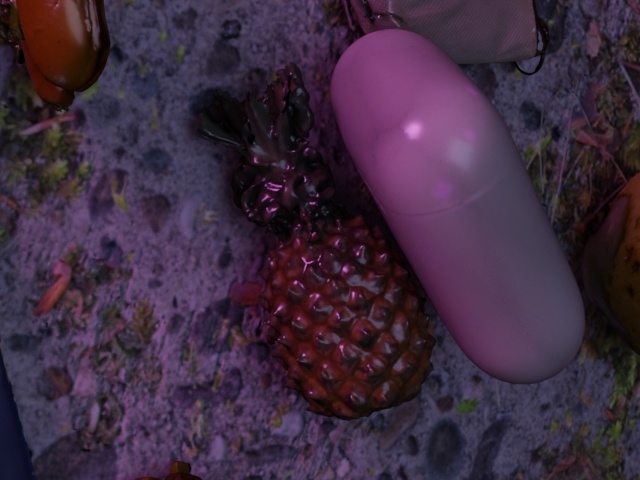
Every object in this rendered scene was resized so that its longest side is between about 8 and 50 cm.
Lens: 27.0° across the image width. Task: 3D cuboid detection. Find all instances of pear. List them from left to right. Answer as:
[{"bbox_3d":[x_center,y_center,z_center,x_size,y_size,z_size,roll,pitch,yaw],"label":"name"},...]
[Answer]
[{"bbox_3d":[0.455,0.025,1.582,0.271,0.271,0.271,-3,95,-33],"label":"pear"}]

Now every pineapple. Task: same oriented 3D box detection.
[{"bbox_3d":[0.000,0.000,1.341,0.175,0.175,0.361,-22,102,-30],"label":"pineapple"}]

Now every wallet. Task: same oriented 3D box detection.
[{"bbox_3d":[0.130,-0.338,1.460,0.275,0.068,0.335,-12,93,-35],"label":"wallet"}]

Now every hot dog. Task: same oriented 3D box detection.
[{"bbox_3d":[-0.250,-0.281,1.179,0.100,0.135,0.337,-7,97,-11],"label":"hot dog"}]

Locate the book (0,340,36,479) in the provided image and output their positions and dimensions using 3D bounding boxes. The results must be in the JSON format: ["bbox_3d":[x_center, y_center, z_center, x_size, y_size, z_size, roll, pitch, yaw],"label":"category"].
[{"bbox_3d":[-0.427,0.088,1.140,0.300,0.039,0.427,-19,103,-31],"label":"book"}]

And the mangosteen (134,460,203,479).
[{"bbox_3d":[-0.139,0.284,1.301,0.137,0.137,0.151,31,43,-31],"label":"mangosteen"}]

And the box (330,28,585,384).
[{"bbox_3d":[0.136,-0.035,1.345,0.141,0.288,0.349,-28,120,2],"label":"box"}]
